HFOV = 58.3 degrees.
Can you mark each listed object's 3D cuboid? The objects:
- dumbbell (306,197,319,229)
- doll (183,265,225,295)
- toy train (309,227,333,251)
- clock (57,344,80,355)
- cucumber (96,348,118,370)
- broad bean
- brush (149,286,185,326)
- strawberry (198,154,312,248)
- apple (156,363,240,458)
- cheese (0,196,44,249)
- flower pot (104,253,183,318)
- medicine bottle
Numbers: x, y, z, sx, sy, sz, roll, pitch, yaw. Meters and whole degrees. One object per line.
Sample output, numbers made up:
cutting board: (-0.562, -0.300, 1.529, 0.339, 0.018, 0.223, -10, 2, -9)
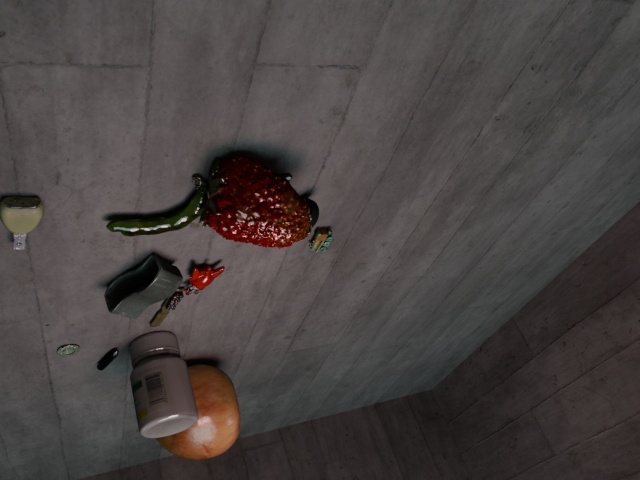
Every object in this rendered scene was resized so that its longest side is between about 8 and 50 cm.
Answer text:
dumbbell: (-0.098, -0.095, 1.663, 0.100, 0.100, 0.191, -39, 146, 27)
doll: (-0.392, 0.133, 1.880, 0.109, 0.057, 0.169, 0, 142, -37)
toy train: (0.000, 0.000, 1.936, 0.064, 0.044, 0.103, 1, 141, -28)
clock: (-0.886, 0.388, 2.019, 0.074, 0.010, 0.083, -2, 145, -31)
cucumber: (-0.792, 0.444, 2.148, 0.032, 0.032, 0.133, 15, 134, -46)
broad bean: (-0.419, -0.072, 1.552, 0.292, 0.049, 0.144, -26, 143, 4)
brush: (-0.531, 0.240, 1.986, 0.043, 0.036, 0.248, 9, 138, -35)
strawberry: (-0.154, -0.083, 1.494, 0.306, 0.138, 0.233, 16, 108, -10)
apple: (-0.527, 0.717, 2.415, 0.346, 0.391, 0.391, -3, 145, -32)
cheese: (-0.737, -0.036, 1.409, 0.097, 0.037, 0.192, 0, 143, -31)
flower pot: (-0.540, 0.142, 1.756, 0.229, 0.103, 0.108, -32, 149, 15)
medicine bottle: (-0.583, 0.523, 2.101, 0.208, 0.340, 0.208, -16, 149, -10)
